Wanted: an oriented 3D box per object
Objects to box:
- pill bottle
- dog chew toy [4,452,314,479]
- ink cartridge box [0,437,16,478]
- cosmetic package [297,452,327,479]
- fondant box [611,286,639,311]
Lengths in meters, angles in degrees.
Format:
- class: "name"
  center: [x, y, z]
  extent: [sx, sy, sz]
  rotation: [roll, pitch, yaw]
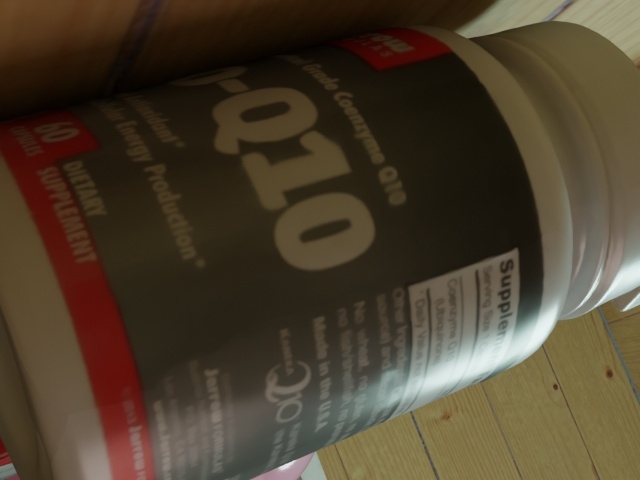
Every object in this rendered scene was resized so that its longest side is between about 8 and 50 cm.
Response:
- class: "pill bottle"
  center: [0.000, 0.000, 0.451]
  extent: [0.283, 0.161, 0.161]
  rotation: [-19, 172, -25]
- class: "dog chew toy"
  center: [-0.172, 0.151, 0.909]
  extent: [0.332, 0.206, 0.206]
  rotation: [-14, 172, -2]
- class: "ink cartridge box"
  center: [-0.214, 0.092, 0.660]
  extent: [0.273, 0.114, 0.197]
  rotation: [-26, 172, 23]
- class: "cosmetic package"
  center: [-0.079, 0.174, 1.111]
  extent: [0.099, 0.239, 0.060]
  rotation: [-25, 171, 23]
- class: "fondant box"
  center: [0.391, -0.079, 0.944]
  extent: [0.330, 0.096, 0.238]
  rotation: [-16, 148, -43]
